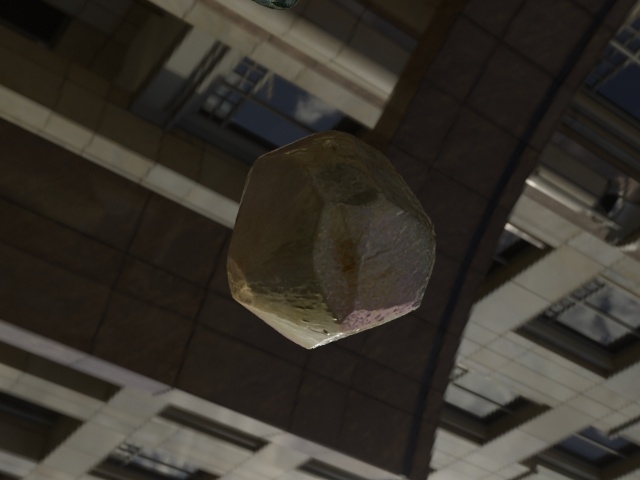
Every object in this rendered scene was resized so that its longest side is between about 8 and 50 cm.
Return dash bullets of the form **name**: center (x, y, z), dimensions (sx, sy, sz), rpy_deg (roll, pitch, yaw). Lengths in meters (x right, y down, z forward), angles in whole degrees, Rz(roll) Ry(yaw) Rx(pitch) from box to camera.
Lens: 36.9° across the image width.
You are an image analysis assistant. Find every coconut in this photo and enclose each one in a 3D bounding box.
- **coconut**: center (0.000, 0.000, 1.002), dimensions (0.197, 0.237, 0.236), rpy_deg (26, -90, 48)

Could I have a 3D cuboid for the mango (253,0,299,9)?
- **mango**: center (-0.082, -0.315, 0.810), dimensions (0.114, 0.251, 0.156), rpy_deg (-30, -159, 28)
